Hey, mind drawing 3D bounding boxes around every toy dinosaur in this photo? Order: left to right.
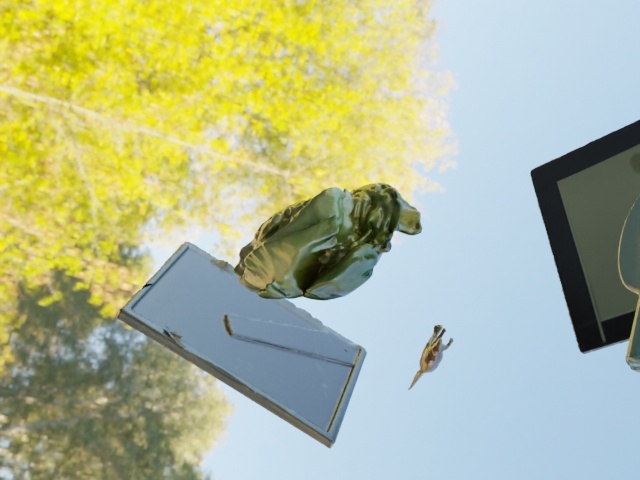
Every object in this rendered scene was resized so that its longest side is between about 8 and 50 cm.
[{"bbox_3d":[0.176,0.210,1.429,0.162,0.039,0.126,-64,171,18],"label":"toy dinosaur"}]

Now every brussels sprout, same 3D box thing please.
[{"bbox_3d":[0.001,0.003,0.809,0.181,0.100,0.139,-38,-177,32],"label":"brussels sprout"}]

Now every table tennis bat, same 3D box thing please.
[{"bbox_3d":[0.364,0.027,0.912,0.149,0.038,0.237,144,-35,-66],"label":"table tennis bat"}]

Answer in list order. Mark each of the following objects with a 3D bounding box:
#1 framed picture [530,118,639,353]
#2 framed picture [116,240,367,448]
[{"bbox_3d":[0.429,-0.038,1.004,0.347,0.016,0.265,-27,-119,34],"label":"framed picture"},{"bbox_3d":[-0.080,0.112,1.021,0.019,0.281,0.209,-58,179,27],"label":"framed picture"}]
